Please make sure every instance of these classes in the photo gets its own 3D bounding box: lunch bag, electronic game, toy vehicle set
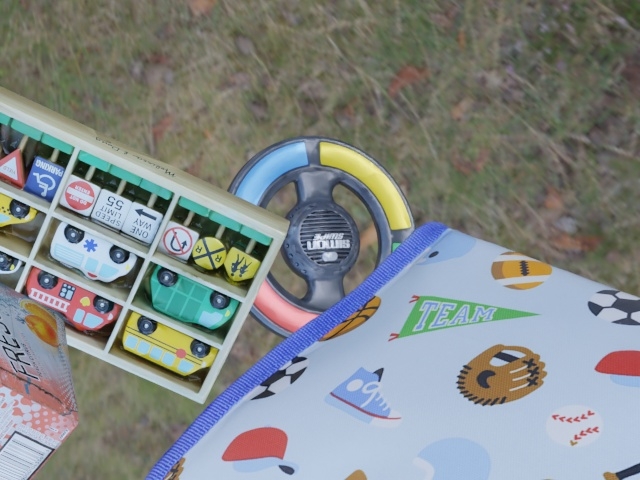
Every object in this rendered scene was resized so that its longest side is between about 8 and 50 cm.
[{"bbox_3d":[0.071,0.207,0.800,0.385,0.328,0.239,-37,126,-30],"label":"lunch bag"},{"bbox_3d":[0.000,0.000,1.507,0.229,0.048,0.229,5,77,-23],"label":"electronic game"},{"bbox_3d":[-0.179,0.004,1.130,0.267,0.035,0.166,24,109,-3],"label":"toy vehicle set"}]

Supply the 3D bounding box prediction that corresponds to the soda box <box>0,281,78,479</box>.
[{"bbox_3d":[-0.154,0.090,0.444,0.058,0.063,0.183,34,106,-29],"label":"soda box"}]
